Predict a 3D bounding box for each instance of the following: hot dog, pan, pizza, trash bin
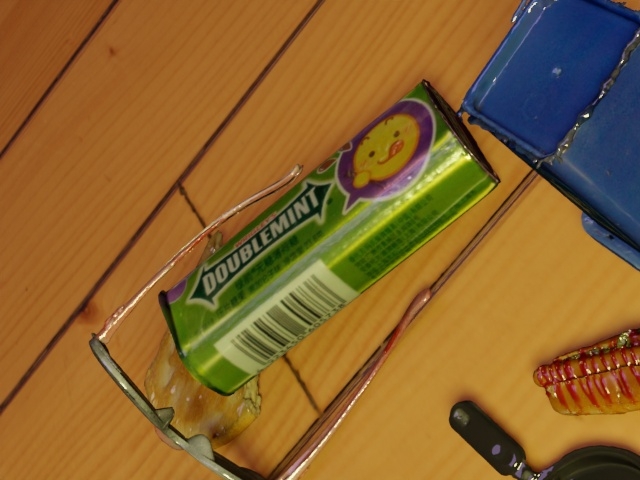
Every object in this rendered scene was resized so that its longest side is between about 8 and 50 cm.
[{"bbox_3d":[0.224,0.099,0.863,0.144,0.038,0.062,-17,54,42],"label":"hot dog"},{"bbox_3d":[0.174,0.193,0.865,0.136,0.028,0.235,-54,41,6],"label":"pan"},{"bbox_3d":[-0.119,0.105,1.247,0.181,0.034,0.262,-17,54,40],"label":"pizza"},{"bbox_3d":[0.233,-0.081,0.810,0.184,0.235,0.162,-56,37,8],"label":"trash bin"}]

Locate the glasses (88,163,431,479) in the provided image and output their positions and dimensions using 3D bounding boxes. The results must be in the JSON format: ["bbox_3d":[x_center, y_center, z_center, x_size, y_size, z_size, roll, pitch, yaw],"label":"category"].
[{"bbox_3d":[-0.052,0.088,1.053,0.268,0.234,0.118,-47,12,-4],"label":"glasses"}]

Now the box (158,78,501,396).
[{"bbox_3d":[0.000,0.000,1.106,0.345,0.097,0.134,-38,42,15],"label":"box"}]
